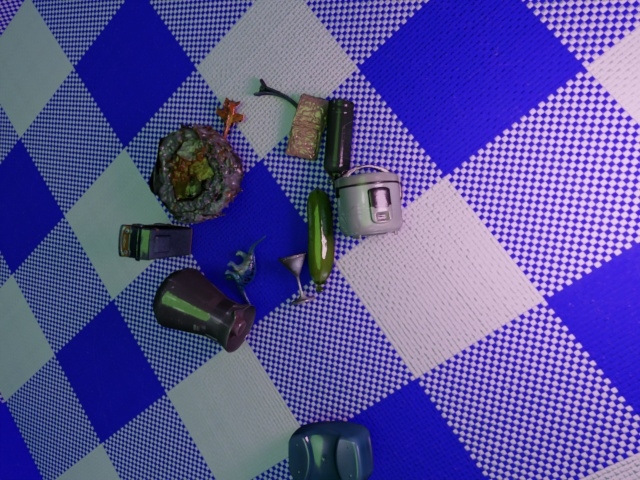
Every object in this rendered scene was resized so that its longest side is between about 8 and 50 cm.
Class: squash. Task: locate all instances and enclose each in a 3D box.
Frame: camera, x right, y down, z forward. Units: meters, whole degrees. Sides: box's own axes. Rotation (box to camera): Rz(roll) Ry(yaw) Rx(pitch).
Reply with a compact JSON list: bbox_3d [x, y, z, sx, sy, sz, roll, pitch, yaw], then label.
[{"bbox_3d":[0.000,0.000,1.565,0.101,0.101,0.378,-1,88,22],"label":"squash"}]

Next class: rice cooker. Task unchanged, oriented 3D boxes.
[{"bbox_3d":[0.164,-0.130,1.431,0.226,0.226,0.244,-7,88,22],"label":"rice cooker"}]

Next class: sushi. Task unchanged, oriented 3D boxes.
[{"bbox_3d":[-0.487,-0.257,1.707,0.418,0.176,0.417,2,94,23],"label":"sushi"}]

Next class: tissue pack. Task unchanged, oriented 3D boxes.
[{"bbox_3d":[0.044,0.747,1.531,0.288,0.206,0.198,-10,80,20],"label":"tissue pack"}]

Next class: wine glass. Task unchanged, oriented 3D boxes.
[{"bbox_3d":[-0.084,0.140,1.601,0.122,0.122,0.182,-12,92,22],"label":"wine glass"}]

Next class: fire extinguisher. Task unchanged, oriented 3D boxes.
[{"bbox_3d":[0.062,-0.334,1.520,0.095,0.114,0.311,4,96,-4],"label":"fire extinguisher"}]

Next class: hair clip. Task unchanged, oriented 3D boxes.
[{"bbox_3d":[-0.148,-0.537,1.633,0.230,0.039,0.070,30,102,17],"label":"hair clip"}]

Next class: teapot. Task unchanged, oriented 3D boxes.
[{"bbox_3d":[-0.451,0.290,1.693,0.344,0.253,0.300,24,138,17],"label":"teapot"}]

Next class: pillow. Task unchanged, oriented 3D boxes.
[{"bbox_3d":[-0.046,-0.414,1.587,0.126,0.043,0.232,18,100,8],"label":"pillow"}]

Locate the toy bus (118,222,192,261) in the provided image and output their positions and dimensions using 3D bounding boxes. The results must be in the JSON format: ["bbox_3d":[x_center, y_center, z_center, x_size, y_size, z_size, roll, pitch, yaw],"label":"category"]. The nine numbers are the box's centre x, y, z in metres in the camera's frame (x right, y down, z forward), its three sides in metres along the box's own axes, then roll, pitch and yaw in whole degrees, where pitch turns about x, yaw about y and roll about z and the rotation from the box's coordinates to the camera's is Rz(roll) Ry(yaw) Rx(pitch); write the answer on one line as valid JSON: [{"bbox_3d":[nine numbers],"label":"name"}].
[{"bbox_3d":[-0.654,0.002,1.731,0.167,0.275,0.138,8,95,20],"label":"toy bus"}]

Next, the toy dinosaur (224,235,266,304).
[{"bbox_3d":[-0.312,0.120,1.708,0.144,0.076,0.329,15,102,10],"label":"toy dinosaur"}]

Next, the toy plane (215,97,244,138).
[{"bbox_3d":[-0.365,-0.469,1.717,0.135,0.062,0.188,19,113,20],"label":"toy plane"}]
